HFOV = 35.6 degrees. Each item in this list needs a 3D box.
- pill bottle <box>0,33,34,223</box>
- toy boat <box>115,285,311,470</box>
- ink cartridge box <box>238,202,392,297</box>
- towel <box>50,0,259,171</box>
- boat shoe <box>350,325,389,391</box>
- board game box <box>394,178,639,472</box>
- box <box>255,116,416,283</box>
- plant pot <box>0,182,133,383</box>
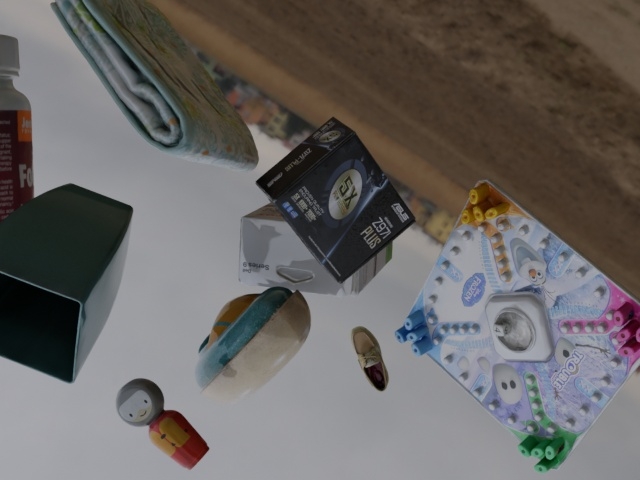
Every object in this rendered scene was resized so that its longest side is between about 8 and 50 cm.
[{"bbox_3d":[-0.582,-0.133,1.620,0.224,0.392,0.224,0,-174,0],"label":"pill bottle"},{"bbox_3d":[-0.150,0.179,1.454,0.148,0.318,0.267,44,143,0],"label":"toy boat"},{"bbox_3d":[0.000,0.000,1.752,0.211,0.121,0.289,5,-168,13],"label":"ink cartridge box"},{"bbox_3d":[-0.274,-0.284,1.730,0.374,0.090,0.320,54,-163,13],"label":"towel"},{"bbox_3d":[0.097,0.226,1.895,0.135,0.050,0.045,62,-174,-15],"label":"boat shoe"},{"bbox_3d":[0.333,0.156,1.712,0.050,0.390,0.390,-23,-124,-43],"label":"board game box"},{"bbox_3d":[0.023,-0.055,1.402,0.180,0.147,0.077,53,176,-32],"label":"box"},{"bbox_3d":[-0.359,0.037,1.379,0.165,0.165,0.234,20,-138,3],"label":"plant pot"}]
